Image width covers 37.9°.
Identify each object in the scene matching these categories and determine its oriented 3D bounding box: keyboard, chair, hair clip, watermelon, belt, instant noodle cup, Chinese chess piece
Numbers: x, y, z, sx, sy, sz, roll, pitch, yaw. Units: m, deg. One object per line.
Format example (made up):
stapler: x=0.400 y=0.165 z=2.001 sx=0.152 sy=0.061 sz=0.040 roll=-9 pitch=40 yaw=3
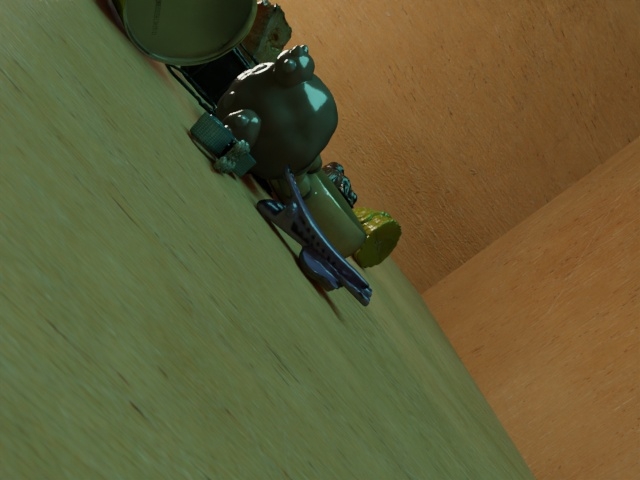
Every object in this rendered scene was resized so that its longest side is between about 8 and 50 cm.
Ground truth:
keyboard: x=-0.141 y=-0.166 z=1.931 sx=0.074 sy=0.015 sz=0.196 roll=43 pitch=14 yaw=-45
chair: x=-0.201 y=-0.333 z=1.870 sx=0.145 sy=0.140 sz=0.221 roll=49 pitch=2 yaw=-3
hair clip: x=-0.014 y=0.005 z=1.639 sx=0.278 sy=0.090 sz=0.137 roll=57 pitch=9 yaw=-6
watermelon: x=-0.175 y=-0.382 z=2.140 sx=0.151 sy=0.302 sz=0.264 roll=16 pitch=-4 yaw=15
belt: x=-0.147 y=-0.144 z=1.538 sx=0.100 sy=0.065 sz=0.179 roll=45 pitch=3 yaw=21
instant noodle cup: x=-0.243 y=-0.467 z=1.637 sx=0.311 sy=0.311 sz=0.221 roll=46 pitch=19 yaw=-51
Chinese chess piece: x=-0.006 y=-0.077 z=2.076 sx=0.273 sy=0.102 sz=0.273 roll=52 pitch=7 yaw=-10

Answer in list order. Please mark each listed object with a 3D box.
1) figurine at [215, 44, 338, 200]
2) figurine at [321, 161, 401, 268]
figurine: x=-0.069 y=-0.197 z=1.782 sx=0.203 sy=0.248 sz=0.380 roll=41 pitch=-9 yaw=19
figurine: x=0.071 y=-0.086 z=2.684 sx=0.315 sy=0.168 sz=0.187 roll=46 pitch=12 yaw=28
